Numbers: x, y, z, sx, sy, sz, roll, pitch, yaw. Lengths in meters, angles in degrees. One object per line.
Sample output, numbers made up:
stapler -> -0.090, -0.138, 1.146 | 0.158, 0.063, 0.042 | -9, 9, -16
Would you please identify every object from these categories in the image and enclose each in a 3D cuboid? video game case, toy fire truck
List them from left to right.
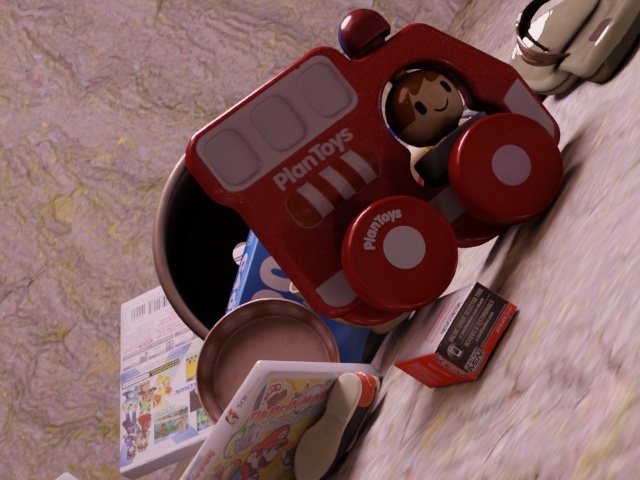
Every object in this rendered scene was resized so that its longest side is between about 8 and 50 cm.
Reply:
video game case -> -0.167, 0.167, 2.033 | 0.329, 0.036, 0.300 | -25, 51, 26
video game case -> -0.050, 0.213, 1.419 | 0.206, 0.026, 0.227 | -57, -29, 13
toy fire truck -> 0.060, -0.078, 1.263 | 0.302, 0.254, 0.169 | -38, -1, -13

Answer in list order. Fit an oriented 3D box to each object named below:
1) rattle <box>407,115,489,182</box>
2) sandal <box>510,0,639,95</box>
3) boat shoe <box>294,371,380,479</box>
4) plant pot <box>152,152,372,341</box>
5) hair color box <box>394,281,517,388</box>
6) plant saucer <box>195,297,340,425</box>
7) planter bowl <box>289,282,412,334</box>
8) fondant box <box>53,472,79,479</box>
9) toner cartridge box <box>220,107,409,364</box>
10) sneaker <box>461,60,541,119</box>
rattle -> 0.163, -0.042, 1.586 | 0.130, 0.143, 0.200 | -25, -29, -25
sandal -> 0.252, -0.221, 1.402 | 0.120, 0.086, 0.303 | -63, 7, -1
boat shoe -> 0.018, 0.197, 1.417 | 0.043, 0.049, 0.137 | 9, -68, -51
plant pot -> -0.078, 0.009, 1.814 | 0.323, 0.323, 0.280 | -59, 10, -13
hair color box -> 0.111, 0.082, 1.150 | 0.072, 0.043, 0.141 | -58, 3, -12
plant saucer -> -0.057, 0.149, 1.541 | 0.168, 0.168, 0.029 | -58, -21, -11
planter bowl -> 0.060, 0.037, 1.543 | 0.162, 0.109, 0.162 | -43, 10, 10
fondant box -> -0.205, 0.342, 1.133 | 0.096, 0.238, 0.330 | -60, -8, 17
toner cartridge box -> 0.000, 0.000, 1.652 | 0.075, 0.165, 0.348 | 162, 125, -75
sneaker -> 0.209, -0.155, 1.615 | 0.188, 0.067, 0.078 | -50, 2, 44
